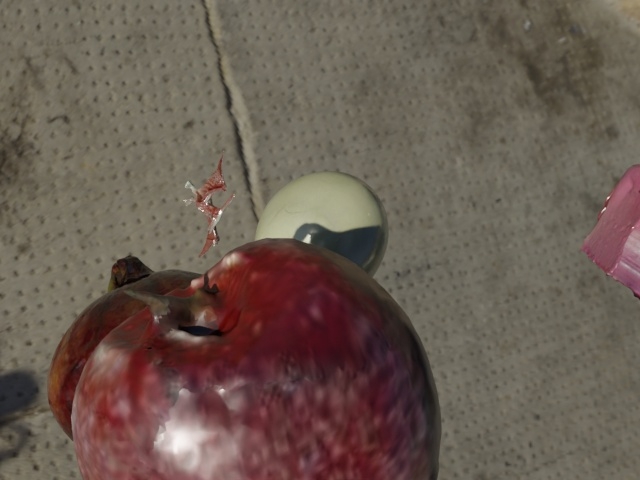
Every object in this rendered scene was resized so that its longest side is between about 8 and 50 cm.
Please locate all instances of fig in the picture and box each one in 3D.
[{"bbox_3d":[-0.171,0.127,0.973,0.235,0.235,0.214,-11,98,-33],"label":"fig"}]

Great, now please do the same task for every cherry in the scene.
[{"bbox_3d":[-0.031,0.131,0.608,0.230,0.203,0.300,-38,122,-23],"label":"cherry"}]

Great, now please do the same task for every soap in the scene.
[{"bbox_3d":[0.390,0.042,0.881,0.220,0.325,0.127,26,105,-43],"label":"soap"}]

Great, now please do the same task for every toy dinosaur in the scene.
[{"bbox_3d":[-0.190,-0.061,1.560,0.032,0.108,0.220,-15,132,-36],"label":"toy dinosaur"}]

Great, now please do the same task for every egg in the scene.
[{"bbox_3d":[0.000,0.000,1.555,0.219,0.269,0.219,20,37,-16],"label":"egg"}]
